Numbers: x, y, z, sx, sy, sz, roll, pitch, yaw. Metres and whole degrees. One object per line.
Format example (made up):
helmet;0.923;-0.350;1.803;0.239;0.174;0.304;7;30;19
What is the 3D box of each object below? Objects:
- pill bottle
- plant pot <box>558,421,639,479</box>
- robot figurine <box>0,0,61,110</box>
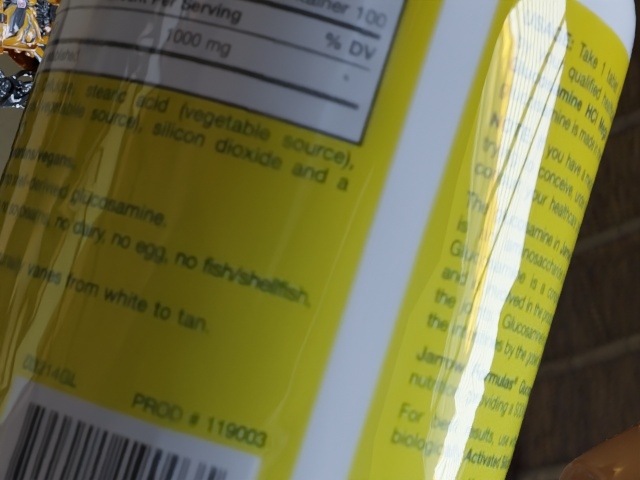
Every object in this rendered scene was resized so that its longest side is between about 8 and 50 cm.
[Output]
pill bottle;-0.006;-0.021;0.462;0.188;0.334;0.188;18;-4;1
plant pot;0.311;0.240;1.054;0.203;0.291;0.291;-12;-49;-12
robot figurine;-0.292;-0.247;1.556;0.085;0.291;0.211;-5;-96;39
